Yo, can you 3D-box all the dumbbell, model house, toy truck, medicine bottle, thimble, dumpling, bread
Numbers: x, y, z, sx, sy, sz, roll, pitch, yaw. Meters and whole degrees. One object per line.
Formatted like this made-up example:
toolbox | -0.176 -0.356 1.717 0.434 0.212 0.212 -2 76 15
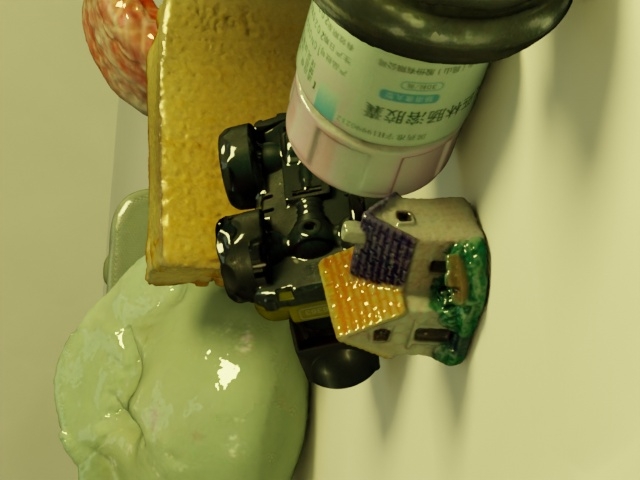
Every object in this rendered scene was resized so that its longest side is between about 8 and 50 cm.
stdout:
dumbbell | 0.097 -0.264 0.991 0.406 0.179 0.179 107 161 -47
model house | 0.057 0.026 1.283 0.088 0.100 0.101 -101 19 -47
toy truck | 0.000 0.000 1.500 0.224 0.147 0.165 -97 -7 -47
medicine bottle | 0.049 -0.127 1.276 0.168 0.135 0.135 109 159 -51
thimble | -0.132 -0.255 1.923 0.162 0.239 0.239 126 145 -69
dumpling | -0.113 0.176 1.831 0.270 0.212 0.321 -13 54 40
bread | -0.074 -0.095 1.718 0.114 0.184 0.275 150 121 -71

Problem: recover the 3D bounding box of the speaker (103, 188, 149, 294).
speaker | -0.166 0.152 2.102 0.184 0.183 0.406 145 128 -81
